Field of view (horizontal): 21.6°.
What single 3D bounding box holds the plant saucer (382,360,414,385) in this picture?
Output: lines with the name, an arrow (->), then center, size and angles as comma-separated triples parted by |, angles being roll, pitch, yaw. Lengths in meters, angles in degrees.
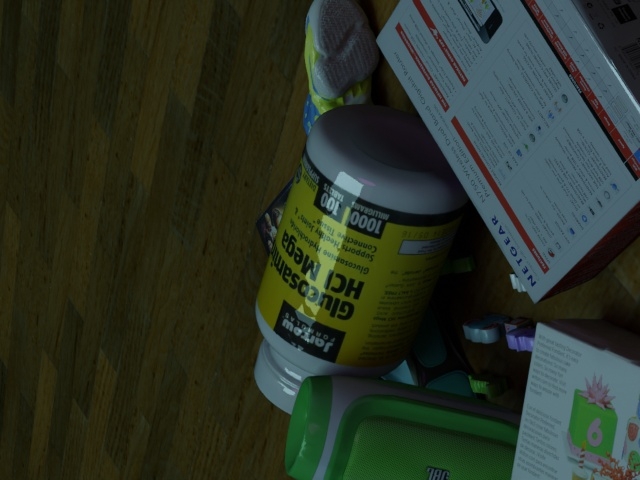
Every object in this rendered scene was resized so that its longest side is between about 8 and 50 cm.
plant saucer -> 0.086, 0.146, 2.112 | 0.192, 0.018, 0.067 | 33, 136, 49

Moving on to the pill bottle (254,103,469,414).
pill bottle -> 0.036, 0.033, 1.863 | 0.188, 0.188, 0.334 | 44, 129, 38

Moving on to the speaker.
speaker -> 0.117, 0.229, 1.814 | 0.131, 0.297, 0.131 | -167, 90, -81

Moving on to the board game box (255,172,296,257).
board game box -> 0.000, 0.000, 2.117 | 0.165, 0.042, 0.243 | 68, 153, 15

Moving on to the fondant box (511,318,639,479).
fondant box -> 0.294, 0.266, 1.642 | 0.238, 0.096, 0.330 | 24, 111, 53

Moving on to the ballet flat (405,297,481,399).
ballet flat -> 0.139, 0.153, 1.990 | 0.068, 0.072, 0.213 | 134, 116, -89

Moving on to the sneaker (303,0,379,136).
sneaker -> 0.009, -0.176, 1.946 | 0.126, 0.091, 0.240 | 20, 127, 56

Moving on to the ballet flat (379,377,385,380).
ballet flat -> 0.098, 0.221, 2.108 | 0.173, 0.049, 0.057 | 33, 137, 48

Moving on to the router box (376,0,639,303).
router box -> 0.212, -0.151, 1.614 | 0.335, 0.082, 0.301 | 61, 151, 15

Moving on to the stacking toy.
stacking toy -> 0.204, 0.104, 1.838 | 0.221, 0.052, 0.167 | 7, 115, 60
